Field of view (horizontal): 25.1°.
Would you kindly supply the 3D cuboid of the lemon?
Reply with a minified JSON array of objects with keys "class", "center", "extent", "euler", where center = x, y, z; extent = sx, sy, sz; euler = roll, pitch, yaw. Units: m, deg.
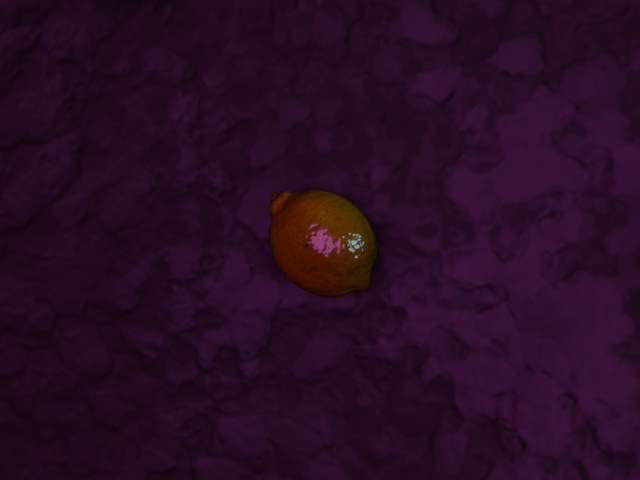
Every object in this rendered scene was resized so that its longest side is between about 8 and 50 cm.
[{"class":"lemon","center":[0.000,0.000,0.895],"extent":[0.083,0.062,0.062],"euler":[43,94,5]}]
